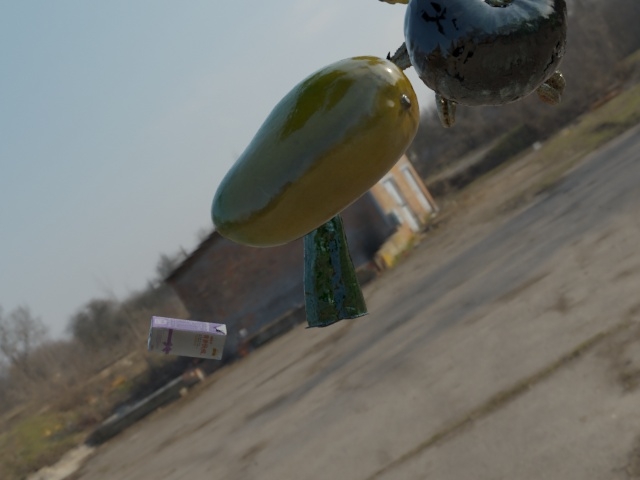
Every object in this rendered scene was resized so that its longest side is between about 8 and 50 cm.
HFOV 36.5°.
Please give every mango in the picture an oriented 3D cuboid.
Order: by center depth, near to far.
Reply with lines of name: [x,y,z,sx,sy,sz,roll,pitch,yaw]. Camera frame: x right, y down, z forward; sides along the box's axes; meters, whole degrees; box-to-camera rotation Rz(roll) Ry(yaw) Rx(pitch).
mango: [-0.012,-0.087,0.984,0.251,0.114,0.156,-38,43,4]

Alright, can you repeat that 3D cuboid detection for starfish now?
starfish: [0.232,-0.297,1.539,0.303,0.312,0.113,-3,-30,22]

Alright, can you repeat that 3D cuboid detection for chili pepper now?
chili pepper: [0.000,0.000,1.297,0.088,0.226,0.059,-12,-1,8]

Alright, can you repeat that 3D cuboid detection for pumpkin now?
pumpkin: [0.229,-0.296,1.350,0.233,0.233,0.163,-32,-24,-16]

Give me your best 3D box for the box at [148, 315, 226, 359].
box: [-0.206,0.151,1.504,0.117,0.050,0.036,7,25,-11]

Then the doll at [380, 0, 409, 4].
doll: [0.071,-0.573,2.044,0.086,0.291,0.117,-55,29,32]
